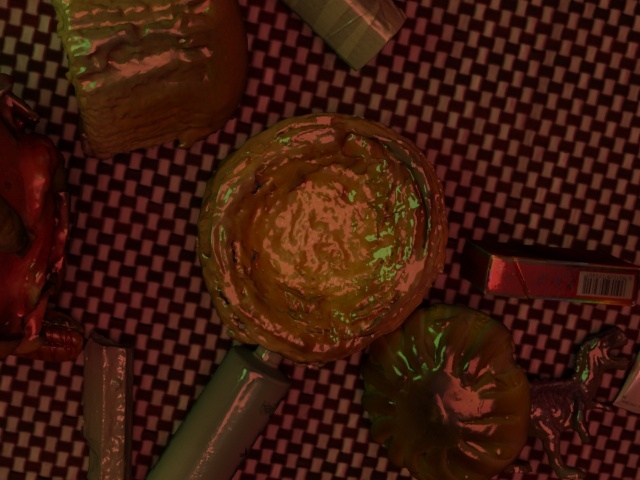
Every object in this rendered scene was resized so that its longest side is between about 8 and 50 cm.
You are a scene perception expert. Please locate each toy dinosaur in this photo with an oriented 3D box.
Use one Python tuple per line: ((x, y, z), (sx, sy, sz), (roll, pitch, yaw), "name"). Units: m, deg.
((0.245, 0.184, 1.145), (0.251, 0.072, 0.200), (0, 89, 6), "toy dinosaur")

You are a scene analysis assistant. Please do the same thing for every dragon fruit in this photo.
((-0.363, 0.010, 0.926), (0.263, 0.314, 0.296), (48, 52, -34), "dragon fruit")

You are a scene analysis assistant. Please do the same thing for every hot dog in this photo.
((-0.336, 0.101, 1.069), (0.144, 0.038, 0.062), (12, 98, -8), "hot dog")

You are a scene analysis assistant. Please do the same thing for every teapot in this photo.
((0.003, -0.286, 1.011), (0.200, 0.077, 0.107), (42, 133, -11), "teapot")

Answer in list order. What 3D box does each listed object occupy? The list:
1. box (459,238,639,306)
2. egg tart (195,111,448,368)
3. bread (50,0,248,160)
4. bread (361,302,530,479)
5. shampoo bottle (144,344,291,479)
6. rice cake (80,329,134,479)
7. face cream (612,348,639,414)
((0.257, 0.037, 1.088), (0.175, 0.112, 0.048), (5, 99, -6), "box")
((0.000, 0.000, 1.060), (0.290, 0.107, 0.291), (0, 93, -7), "egg tart")
((-0.168, -0.210, 0.981), (0.204, 0.162, 0.262), (-18, 115, -14), "bread")
((0.136, 0.178, 1.081), (0.213, 0.104, 0.213), (5, 104, 19), "bread")
((-0.108, 0.207, 1.088), (0.085, 0.085, 0.262), (32, 94, -10), "shampoo bottle")
((-0.244, 0.232, 1.096), (0.057, 0.052, 0.256), (6, 100, 21), "rice cake")
((0.395, 0.157, 1.169), (0.038, 0.020, 0.115), (19, 99, -10), "face cream")
